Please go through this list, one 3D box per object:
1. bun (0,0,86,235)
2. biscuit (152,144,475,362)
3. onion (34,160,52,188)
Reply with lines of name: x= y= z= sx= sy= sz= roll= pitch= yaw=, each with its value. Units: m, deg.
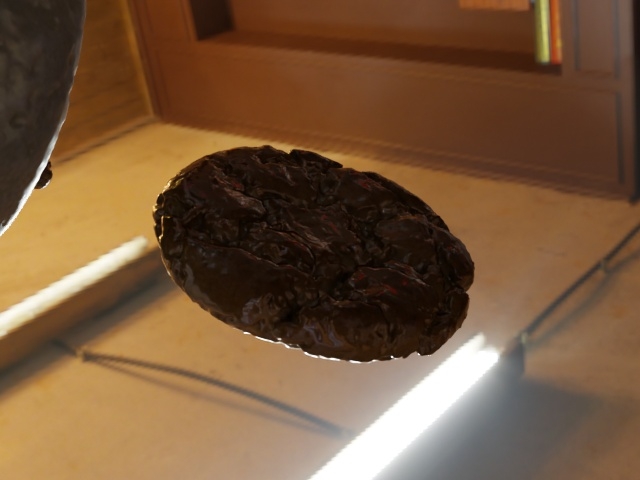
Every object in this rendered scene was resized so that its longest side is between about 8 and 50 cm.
bun: x=-0.326 y=-0.108 z=0.700 sx=0.361 sy=0.211 sz=0.362 roll=-21 pitch=-127 yaw=30
biscuit: x=0.000 y=0.000 z=0.667 sx=0.225 sy=0.042 sz=0.226 roll=15 pitch=-150 yaw=-9
onion: x=-0.493 y=-0.143 z=1.652 sx=0.147 sy=0.184 sz=0.184 roll=33 pitch=-149 yaw=-2
